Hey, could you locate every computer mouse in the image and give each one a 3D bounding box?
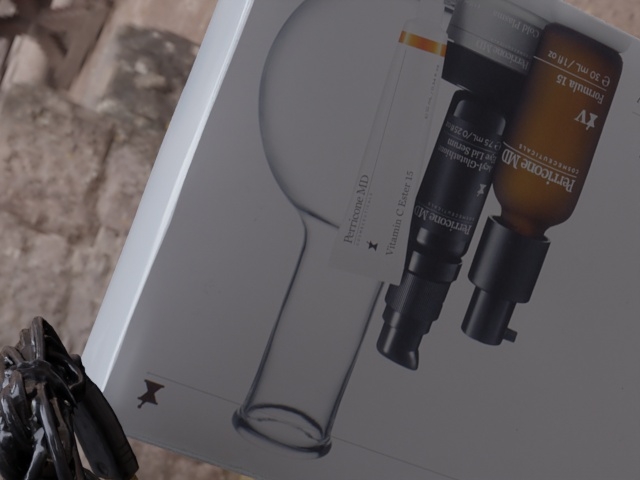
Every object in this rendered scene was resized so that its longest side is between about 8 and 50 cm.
[{"bbox_3d":[-0.072,0.154,0.491,0.060,0.262,0.184,-30,17,-7],"label":"computer mouse"}]

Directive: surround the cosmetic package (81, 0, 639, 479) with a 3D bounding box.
[{"bbox_3d":[0.093,0.017,0.677,0.284,0.377,0.097,-69,17,-2],"label":"cosmetic package"}]
